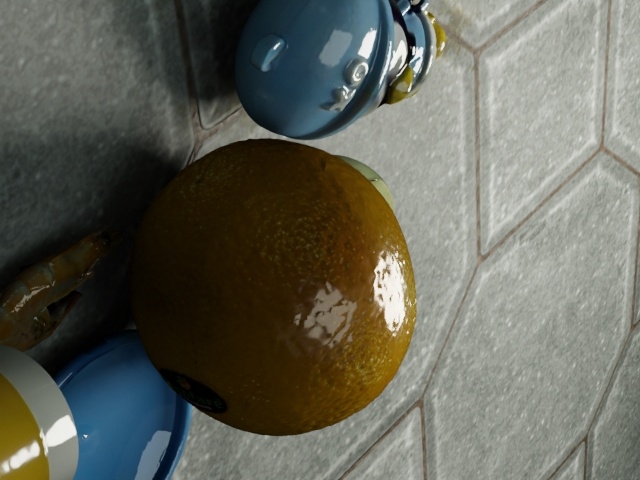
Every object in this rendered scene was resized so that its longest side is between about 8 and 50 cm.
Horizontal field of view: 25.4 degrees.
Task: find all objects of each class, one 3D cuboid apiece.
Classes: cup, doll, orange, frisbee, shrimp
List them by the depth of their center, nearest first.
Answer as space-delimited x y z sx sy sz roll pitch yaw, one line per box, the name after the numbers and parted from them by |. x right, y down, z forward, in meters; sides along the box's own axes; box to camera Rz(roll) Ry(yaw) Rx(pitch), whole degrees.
-0.328 0.197 1.106 0.241 0.185 0.226 -45 169 36 | cup
-0.227 0.047 1.249 0.162 0.045 0.095 -40 140 -38 | shrimp
-0.042 0.043 1.308 0.274 0.274 0.274 -34 135 -41 | orange
-0.215 0.194 1.358 0.242 0.045 0.242 -33 134 -44 | frisbee
0.022 -0.181 1.380 0.314 0.141 0.177 -12 137 -58 | doll

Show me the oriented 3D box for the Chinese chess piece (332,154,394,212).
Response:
0.000 0.000 1.522 0.188 0.083 0.188 -38 141 -38 | Chinese chess piece
